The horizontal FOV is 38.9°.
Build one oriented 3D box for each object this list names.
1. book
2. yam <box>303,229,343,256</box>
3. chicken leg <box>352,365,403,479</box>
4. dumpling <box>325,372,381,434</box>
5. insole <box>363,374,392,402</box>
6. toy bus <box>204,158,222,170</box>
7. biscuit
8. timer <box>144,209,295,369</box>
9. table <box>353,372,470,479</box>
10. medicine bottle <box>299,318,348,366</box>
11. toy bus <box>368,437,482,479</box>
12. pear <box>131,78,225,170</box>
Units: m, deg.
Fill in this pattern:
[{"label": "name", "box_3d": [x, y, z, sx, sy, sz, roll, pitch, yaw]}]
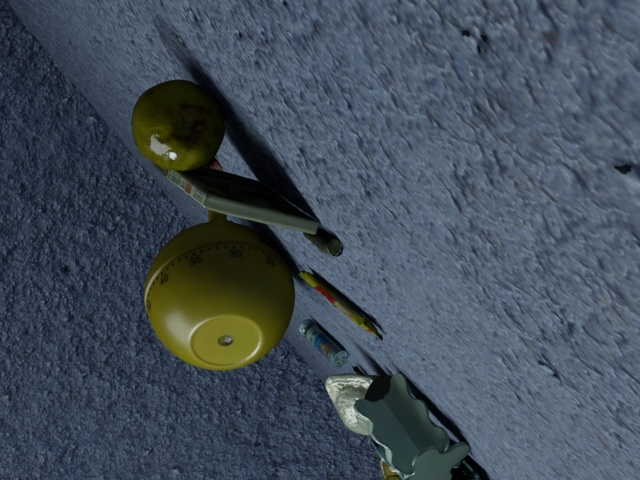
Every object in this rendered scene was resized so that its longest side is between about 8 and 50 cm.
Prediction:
[{"label": "book", "box_3d": [-0.144, -0.078, 1.495, 0.202, 0.027, 0.264, 12, -168, -30]}, {"label": "yam", "box_3d": [0.000, 0.000, 1.461, 0.033, 0.027, 0.129, 56, 170, -21]}, {"label": "chicken leg", "box_3d": [0.176, 0.492, 2.214, 0.429, 0.153, 0.201, 54, -179, 31]}, {"label": "dumpling", "box_3d": [0.121, 0.363, 2.044, 0.166, 0.126, 0.215, -31, 96, 42]}, {"label": "insole", "box_3d": [0.141, 0.383, 1.990, 0.005, 0.086, 0.253, -109, 8, -51]}, {"label": "toy bus", "box_3d": [-0.252, -0.176, 1.949, 0.110, 0.031, 0.043, 41, 173, 43]}, {"label": "biscuit", "box_3d": [0.037, 0.119, 1.753, 0.048, 0.026, 0.292, 33, -179, -33]}, {"label": "timer", "box_3d": [-0.230, 0.094, 2.077, 0.387, 0.376, 0.376, -106, -11, -46]}, {"label": "table", "box_3d": [0.169, 0.377, 1.776, 0.198, 0.167, 0.166, 53, 174, 42]}, {"label": "medicine bottle", "box_3d": [0.007, 0.267, 2.387, 0.191, 0.051, 0.051, 37, 164, 55]}, {"label": "toy bus", "box_3d": [0.241, 0.487, 1.901, 0.164, 0.133, 0.271, 51, 175, -36]}, {"label": "pear", "box_3d": [-0.225, -0.182, 1.437, 0.149, 0.149, 0.162, 55, 173, -25]}]
